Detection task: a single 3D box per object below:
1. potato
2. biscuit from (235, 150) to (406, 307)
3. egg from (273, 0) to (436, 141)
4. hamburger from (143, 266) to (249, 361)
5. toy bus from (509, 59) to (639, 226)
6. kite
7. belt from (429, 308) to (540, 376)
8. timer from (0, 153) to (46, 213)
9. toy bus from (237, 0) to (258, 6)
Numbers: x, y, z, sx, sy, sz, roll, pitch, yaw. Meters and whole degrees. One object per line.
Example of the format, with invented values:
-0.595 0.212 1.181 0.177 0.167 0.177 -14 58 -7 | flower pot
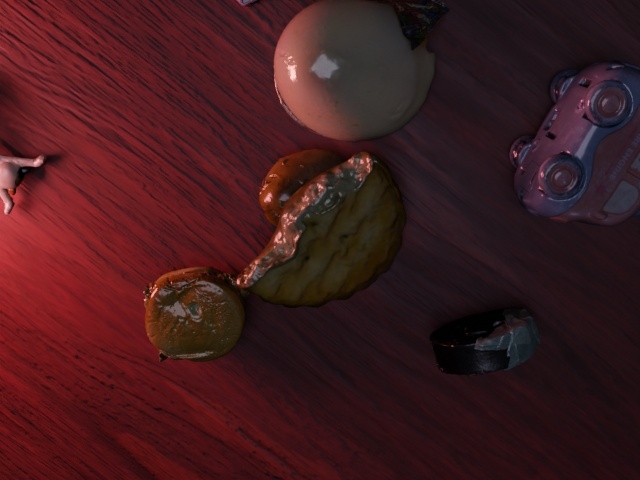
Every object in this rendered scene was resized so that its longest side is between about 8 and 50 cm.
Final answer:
-0.031 -0.096 1.444 0.176 0.137 0.137 -24 101 -9 | potato
0.000 0.000 1.400 0.335 0.078 0.329 -20 135 -17 | biscuit
0.053 -0.289 1.359 0.286 0.174 0.264 17 109 -1 | egg
-0.236 0.138 1.526 0.215 0.122 0.189 -14 108 6 | hamburger
0.485 -0.150 1.340 0.232 0.197 0.294 26 104 -11 | toy bus
0.144 -0.418 1.355 0.189 0.232 0.009 -1 150 -27 | kite
0.308 0.188 1.457 0.198 0.151 0.078 -15 101 8 | belt
-0.684 -0.173 1.502 0.266 0.175 0.175 34 106 -19 | timer
-0.097 -0.468 1.402 0.131 0.037 0.052 -27 104 11 | toy bus
